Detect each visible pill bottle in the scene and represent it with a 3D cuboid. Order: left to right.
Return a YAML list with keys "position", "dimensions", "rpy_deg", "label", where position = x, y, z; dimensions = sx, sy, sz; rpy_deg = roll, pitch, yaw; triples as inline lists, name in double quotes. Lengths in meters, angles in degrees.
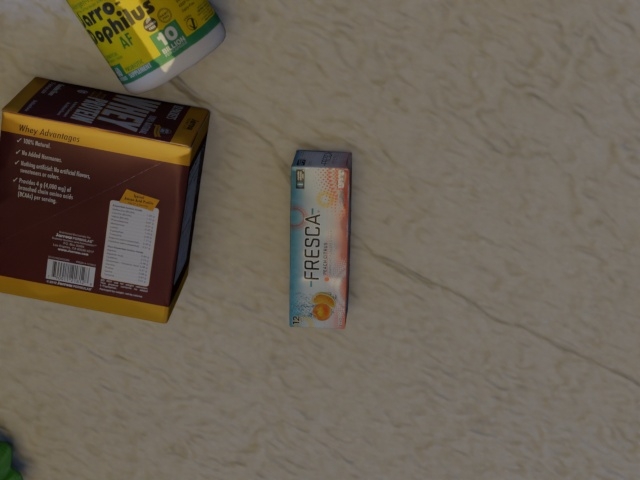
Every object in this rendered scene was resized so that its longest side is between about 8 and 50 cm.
- position: [-0.193, -0.257, 1.410]
  dimensions: [0.118, 0.117, 0.208]
  rpy_deg: [-28, 107, 14]
  label: "pill bottle"

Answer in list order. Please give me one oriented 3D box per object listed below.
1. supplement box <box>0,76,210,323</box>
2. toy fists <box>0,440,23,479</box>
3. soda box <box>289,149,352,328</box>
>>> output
- position: [-0.226, -0.044, 1.488]
  dimensions: [0.191, 0.129, 0.194]
  rpy_deg: [11, 111, 1]
  label: "supplement box"
- position: [-0.471, 0.232, 1.633]
  dimensions: [0.279, 0.096, 0.142]
  rpy_deg: [34, 109, -7]
  label: "toy fists"
- position: [0.000, 0.000, 1.526]
  dimensions: [0.063, 0.058, 0.183]
  rpy_deg: [3, 110, 3]
  label: "soda box"
